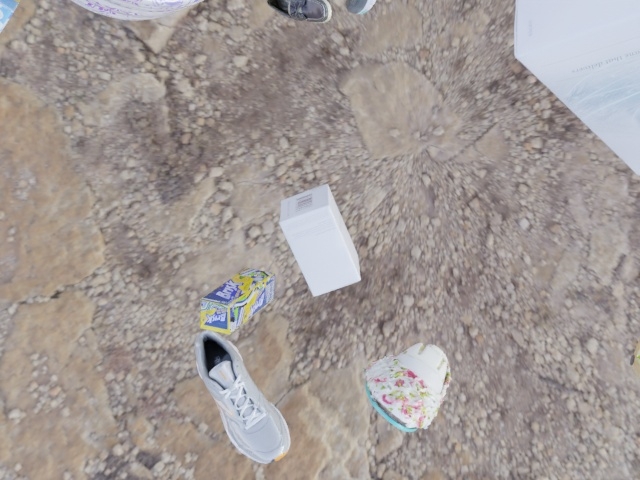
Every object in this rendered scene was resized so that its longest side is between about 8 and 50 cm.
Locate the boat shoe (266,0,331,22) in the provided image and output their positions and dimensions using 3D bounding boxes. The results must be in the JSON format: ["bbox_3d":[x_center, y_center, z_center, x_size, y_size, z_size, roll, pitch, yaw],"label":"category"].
[{"bbox_3d":[-0.042,-0.445,1.566,0.152,0.049,0.056,24,127,42],"label":"boat shoe"}]

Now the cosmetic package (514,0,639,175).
[{"bbox_3d":[0.296,-0.168,0.596,0.224,0.225,0.138,-12,64,41],"label":"cosmetic package"}]

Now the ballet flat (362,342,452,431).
[{"bbox_3d":[0.098,0.142,0.859,0.091,0.241,0.077,39,92,10],"label":"ballet flat"}]

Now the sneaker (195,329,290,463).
[{"bbox_3d":[-0.148,0.265,1.400,0.099,0.121,0.262,-35,64,-10],"label":"sneaker"}]

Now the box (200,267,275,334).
[{"bbox_3d":[-0.139,0.100,1.383,0.059,0.169,0.054,10,109,20],"label":"box"}]

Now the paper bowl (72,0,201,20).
[{"bbox_3d":[-0.223,-0.394,0.923,0.284,0.148,0.284,-1,92,-36],"label":"paper bowl"}]

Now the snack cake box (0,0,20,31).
[{"bbox_3d":[-0.455,-0.328,1.088,0.089,0.264,0.152,31,120,-26],"label":"snack cake box"}]

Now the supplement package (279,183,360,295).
[{"bbox_3d":[0.000,0.000,1.609,0.105,0.105,0.179,-20,116,8],"label":"supplement package"}]

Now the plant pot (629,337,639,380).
[{"bbox_3d":[0.579,0.161,1.146,0.207,0.228,0.227,14,108,2],"label":"plant pot"}]

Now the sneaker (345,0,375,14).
[{"bbox_3d":[0.046,-0.363,1.059,0.076,0.166,0.064,4,61,-10],"label":"sneaker"}]
